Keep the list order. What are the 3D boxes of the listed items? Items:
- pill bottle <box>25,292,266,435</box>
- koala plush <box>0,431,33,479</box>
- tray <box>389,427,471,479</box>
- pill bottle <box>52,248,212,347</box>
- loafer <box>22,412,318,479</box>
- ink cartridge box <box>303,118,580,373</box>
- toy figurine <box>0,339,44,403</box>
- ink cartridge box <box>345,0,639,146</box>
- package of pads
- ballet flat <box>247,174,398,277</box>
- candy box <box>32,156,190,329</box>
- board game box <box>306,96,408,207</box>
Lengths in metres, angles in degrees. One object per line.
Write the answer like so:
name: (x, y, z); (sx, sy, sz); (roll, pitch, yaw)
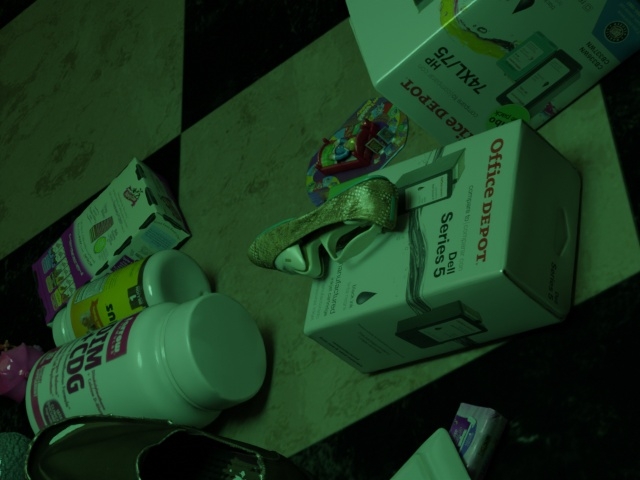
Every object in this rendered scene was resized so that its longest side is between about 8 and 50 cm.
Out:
pill bottle: (-0.212, 0.169, 1.796); (0.283, 0.160, 0.160); (-24, 45, 35)
koala plush: (-0.387, 0.330, 1.765); (0.196, 0.203, 0.221); (2, 73, 26)
tray: (0.052, 0.318, 1.456); (0.270, 0.030, 0.145); (-50, 34, 19)
pill bottle: (-0.253, 0.096, 1.941); (0.215, 0.117, 0.117); (-23, 45, 36)
loafer: (-0.178, 0.245, 1.621); (0.366, 0.130, 0.134); (2, 59, 23)
ink cartridge box: (0.130, 0.010, 1.580); (0.273, 0.115, 0.198); (-20, 47, 39)
toy figurine: (-0.459, 0.192, 2.130); (0.159, 0.130, 0.173); (-17, 23, 22)
ink cartridge box: (0.198, -0.259, 1.659); (0.270, 0.198, 0.197); (-39, 39, 21)
package of pads: (0.148, 0.206, 1.468); (0.050, 0.032, 0.083); (5, 65, 49)
ballet flat: (0.000, 0.000, 1.584); (0.206, 0.073, 0.067); (-31, 54, 36)
candy box: (-0.302, 0.015, 2.104); (0.233, 0.071, 0.159); (-45, 36, 13)
board game box: (0.034, -0.120, 1.869); (0.168, 0.033, 0.133); (-46, 36, 10)
